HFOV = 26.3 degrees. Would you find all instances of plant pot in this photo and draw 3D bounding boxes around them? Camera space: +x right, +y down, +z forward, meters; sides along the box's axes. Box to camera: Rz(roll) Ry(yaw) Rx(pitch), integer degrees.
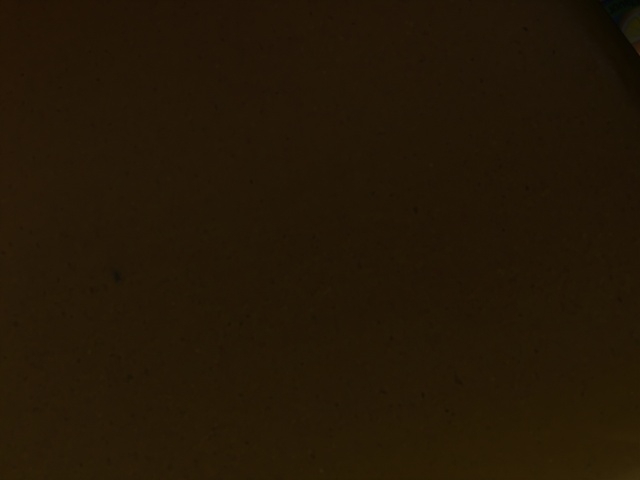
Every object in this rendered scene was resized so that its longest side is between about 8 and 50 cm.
[{"bbox_3d":[0.000,0.000,0.424,0.212,0.187,0.212,-18,174,-1],"label":"plant pot"}]

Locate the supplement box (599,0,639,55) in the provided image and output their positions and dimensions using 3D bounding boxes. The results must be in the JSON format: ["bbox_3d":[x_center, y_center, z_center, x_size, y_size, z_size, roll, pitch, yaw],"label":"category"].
[{"bbox_3d":[0.134,-0.072,0.554,0.078,0.080,0.233,-16,169,12],"label":"supplement box"}]
